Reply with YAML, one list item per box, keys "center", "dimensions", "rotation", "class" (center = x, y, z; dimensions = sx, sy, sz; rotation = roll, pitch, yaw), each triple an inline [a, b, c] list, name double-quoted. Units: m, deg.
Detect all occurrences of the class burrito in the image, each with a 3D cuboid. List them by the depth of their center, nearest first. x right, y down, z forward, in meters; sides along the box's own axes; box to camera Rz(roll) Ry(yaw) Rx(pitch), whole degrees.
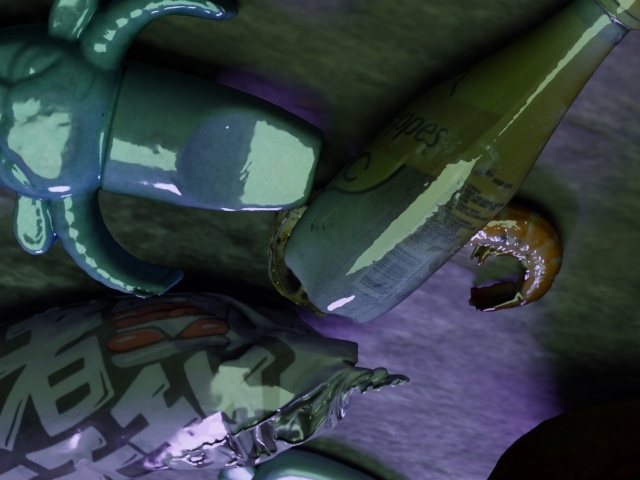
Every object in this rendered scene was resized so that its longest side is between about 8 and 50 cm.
- center: [-0.152, 0.108, 1.208]
  dimensions: [0.445, 0.101, 0.139]
  rotation: [-13, 121, 25]
  class: "burrito"

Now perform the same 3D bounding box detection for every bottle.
- center: [0.088, -0.060, 1.020]
  dimensions: [0.083, 0.083, 0.270]
  rotation: [36, 117, -18]
  class: "bottle"

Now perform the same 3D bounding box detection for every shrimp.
- center: [0.086, 0.005, 1.114]
  dimensions: [0.127, 0.025, 0.091]
  rotation: [16, 136, 4]
  class: "shrimp"

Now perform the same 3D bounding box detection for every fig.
- center: [0.203, 0.225, 1.208]
  dimensions: [0.217, 0.217, 0.321]
  rotation: [8, 161, 6]
  class: "fig"

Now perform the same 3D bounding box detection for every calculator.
- center: [-0.003, 0.192, 1.300]
  dimensions: [0.153, 0.021, 0.095]
  rotation: [21, 131, -10]
  class: "calculator"

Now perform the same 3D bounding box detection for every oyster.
- center: [0.000, 0.000, 1.131]
  dimensions: [0.083, 0.038, 0.080]
  rotation: [-41, 119, 16]
  class: "oyster"

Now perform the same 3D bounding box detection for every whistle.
- center: [-0.135, -0.071, 1.056]
  dimensions: [0.274, 0.093, 0.186]
  rotation: [12, 106, -2]
  class: "whistle"
